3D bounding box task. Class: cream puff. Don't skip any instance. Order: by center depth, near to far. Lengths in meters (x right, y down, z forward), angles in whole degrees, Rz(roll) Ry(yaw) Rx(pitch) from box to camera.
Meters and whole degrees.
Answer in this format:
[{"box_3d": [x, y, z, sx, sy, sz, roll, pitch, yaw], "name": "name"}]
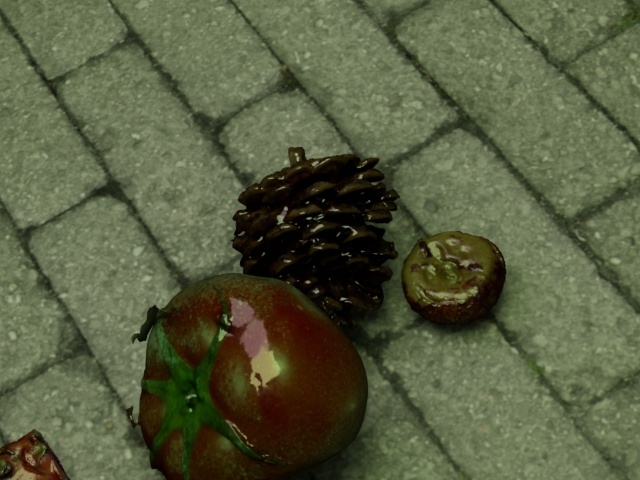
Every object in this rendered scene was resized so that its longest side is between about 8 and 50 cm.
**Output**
[{"box_3d": [0.183, 0.056, 2.065, 0.149, 0.084, 0.149, -6, 52, 8], "name": "cream puff"}]

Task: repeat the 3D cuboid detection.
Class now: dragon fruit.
[{"box_3d": [-0.392, 0.314, 2.009, 0.102, 0.096, 0.147, -30, 58, -12], "name": "dragon fruit"}]

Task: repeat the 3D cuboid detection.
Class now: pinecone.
[{"box_3d": [-0.011, -0.002, 2.063, 0.243, 0.243, 0.257, 10, 80, 18], "name": "pinecone"}]

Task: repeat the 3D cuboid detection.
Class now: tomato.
[{"box_3d": [-0.085, 0.194, 1.909, 0.303, 0.239, 0.303, -2, 87, 44], "name": "tomato"}]
